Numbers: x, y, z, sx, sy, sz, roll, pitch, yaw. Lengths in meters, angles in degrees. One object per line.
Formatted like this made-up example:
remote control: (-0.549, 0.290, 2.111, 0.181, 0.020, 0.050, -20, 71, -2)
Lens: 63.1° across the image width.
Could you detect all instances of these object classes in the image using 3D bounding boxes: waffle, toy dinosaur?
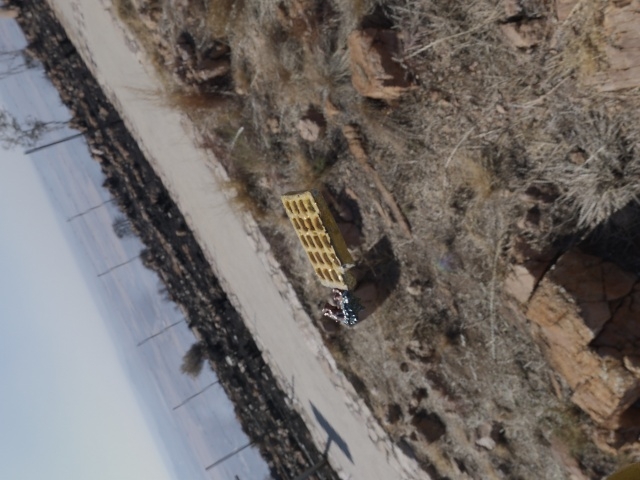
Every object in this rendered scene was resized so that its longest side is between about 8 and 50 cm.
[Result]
waffle: (0.000, 0.000, 0.637, 0.092, 0.021, 0.135, 0, 119, 62)
toy dinosaur: (0.036, 0.096, 0.763, 0.055, 0.049, 0.154, 29, 164, 10)

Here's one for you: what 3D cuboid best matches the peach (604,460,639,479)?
peach: (0.434, 0.363, 0.635, 0.179, 0.179, 0.103, 47, 160, 34)
